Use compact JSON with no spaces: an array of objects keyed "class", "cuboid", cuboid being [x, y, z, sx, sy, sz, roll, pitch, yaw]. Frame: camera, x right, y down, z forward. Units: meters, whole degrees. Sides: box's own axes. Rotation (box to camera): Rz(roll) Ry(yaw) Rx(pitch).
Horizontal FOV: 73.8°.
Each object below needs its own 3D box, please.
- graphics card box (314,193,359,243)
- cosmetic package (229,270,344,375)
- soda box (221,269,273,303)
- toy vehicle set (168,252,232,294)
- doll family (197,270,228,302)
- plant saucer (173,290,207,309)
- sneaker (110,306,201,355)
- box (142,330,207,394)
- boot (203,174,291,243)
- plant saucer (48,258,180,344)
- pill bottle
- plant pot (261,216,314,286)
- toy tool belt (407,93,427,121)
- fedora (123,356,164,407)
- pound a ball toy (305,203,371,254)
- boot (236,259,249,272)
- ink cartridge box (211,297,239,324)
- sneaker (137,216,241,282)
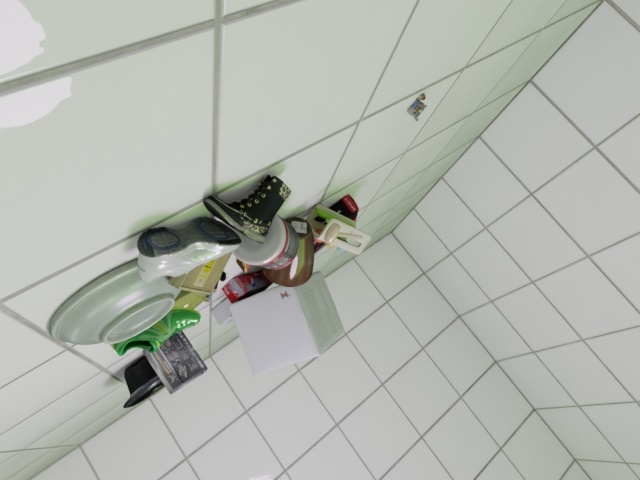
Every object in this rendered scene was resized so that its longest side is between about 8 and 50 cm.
[{"class":"graphics card box","cuboid":[0.003,-0.039,1.948,0.370,0.094,0.233,-35,169,-9]},{"class":"cosmetic package","cuboid":[-0.136,0.359,1.935,0.327,0.330,0.393,-23,175,18]},{"class":"soda box","cuboid":[-0.325,0.205,1.936,0.092,0.083,0.263,-39,169,20]},{"class":"toy vehicle set","cuboid":[-0.349,0.075,1.279,0.166,0.035,0.267,-63,172,-8]},{"class":"doll family","cuboid":[-0.380,0.140,1.507,0.193,0.076,0.111,-40,-149,47]},{"class":"plant saucer","cuboid":[-0.522,0.237,1.573,0.241,0.037,0.241,-36,168,-9]},{"class":"sneaker","cuboid":[-0.544,0.312,1.428,0.295,0.124,0.109,-14,146,-27]},{"class":"box","cuboid":[-0.641,0.531,1.888,0.183,0.231,0.056,-27,162,-44]},{"class":"boot","cuboid":[-0.185,-0.109,1.128,0.179,0.085,0.236,-58,144,-6]},{"class":"plant saucer","cuboid":[-0.532,0.190,1.202,0.400,0.101,0.400,-35,168,-8]},{"class":"pill bottle","cuboid":[-0.166,0.004,1.380,0.176,0.176,0.318,-38,169,3]},{"class":"plant pot","cuboid":[-0.109,0.026,1.655,0.215,0.215,0.231,-29,151,-38]},{"class":"toy tool belt","cuboid":[0.337,-0.448,1.441,0.052,0.051,0.083,-26,164,-46]},{"class":"fedora","cuboid":[-0.804,0.630,1.985,0.334,0.153,0.334,-35,172,-6]},{"class":"pound a ball toy","cuboid":[0.072,-0.014,1.726,0.319,0.208,0.136,21,109,-46]},{"class":"boot","cuboid":[-0.276,0.071,1.629,0.084,0.059,0.158,-38,169,-23]},{"class":"ink cartridge box","cuboid":[-0.414,0.326,2.123,0.160,0.093,0.219,-40,168,13]},{"class":"sneaker","cuboid":[-0.335,0.023,1.089,0.297,0.111,0.129,-12,141,-48]}]
